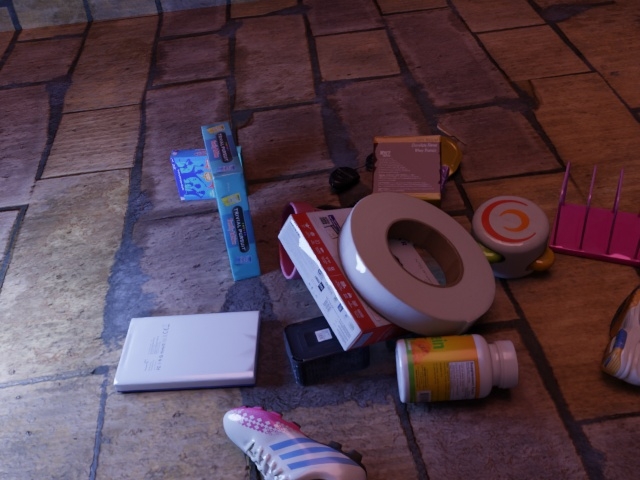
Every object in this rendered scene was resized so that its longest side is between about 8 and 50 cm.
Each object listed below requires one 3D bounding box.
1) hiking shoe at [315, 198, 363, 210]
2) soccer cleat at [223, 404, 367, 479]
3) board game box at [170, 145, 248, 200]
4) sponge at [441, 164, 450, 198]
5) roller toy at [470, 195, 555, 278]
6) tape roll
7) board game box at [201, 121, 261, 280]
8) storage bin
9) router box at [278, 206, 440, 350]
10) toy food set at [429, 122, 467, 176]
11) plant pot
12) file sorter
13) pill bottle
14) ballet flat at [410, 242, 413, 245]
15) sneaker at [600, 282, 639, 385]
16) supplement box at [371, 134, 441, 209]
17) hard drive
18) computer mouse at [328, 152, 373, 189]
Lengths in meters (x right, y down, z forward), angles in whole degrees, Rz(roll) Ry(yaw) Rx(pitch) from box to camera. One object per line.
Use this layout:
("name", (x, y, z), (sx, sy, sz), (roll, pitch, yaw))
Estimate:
("hiking shoe", (0.071, -0.055, 2.022), (0.226, 0.114, 0.086), (-8, 72, 30))
("soccer cleat", (-0.073, 0.432, 1.407), (0.331, 0.116, 0.143), (16, 44, 24))
("board game box", (-0.332, -0.202, 2.178), (0.210, 0.160, 0.047), (-4, 40, 3))
("sponge", (0.269, -0.184, 2.136), (0.210, 0.031, 0.117), (15, 79, 23))
("roller toy", (0.485, -0.005, 1.847), (0.209, 0.146, 0.191), (-4, 50, 4))
("tape roll", (0.226, 0.049, 1.671), (0.392, 0.072, 0.392), (19, 41, -17))
("board game box", (-0.234, -0.103, 1.906), (0.079, 0.336, 0.254), (-12, 40, -8))
("storage bin", (0.015, 0.243, 1.652), (0.180, 0.084, 0.122), (-13, 40, -10))
("router box", (0.106, 0.073, 1.689), (0.301, 0.082, 0.335), (-9, 55, -39))
("toy food set", (0.369, -0.257, 2.241), (0.128, 0.071, 0.218), (31, 49, 5))
("plant pot", (0.000, 0.000, 1.880), (0.180, 0.201, 0.201), (0, 37, -18))
("file sorter", (0.766, -0.076, 1.871), (0.290, 0.182, 0.202), (11, 42, 19))
("pill bottle", (0.289, 0.272, 1.541), (0.245, 0.136, 0.136), (-4, 39, 2))
("ballet flat", (0.272, -0.011, 1.940), (0.232, 0.080, 0.073), (13, 58, 24))
("sneaker", (0.722, 0.214, 1.605), (0.131, 0.112, 0.296), (28, 50, 12))
("supplement box", (0.246, -0.182, 2.039), (0.191, 0.129, 0.194), (0, 72, 9))
("hard drive", (-0.307, 0.260, 1.704), (0.318, 0.040, 0.210), (-4, 40, 3))
("computer mouse", (0.113, -0.213, 2.240), (0.071, 0.041, 0.242), (35, 47, 28))
